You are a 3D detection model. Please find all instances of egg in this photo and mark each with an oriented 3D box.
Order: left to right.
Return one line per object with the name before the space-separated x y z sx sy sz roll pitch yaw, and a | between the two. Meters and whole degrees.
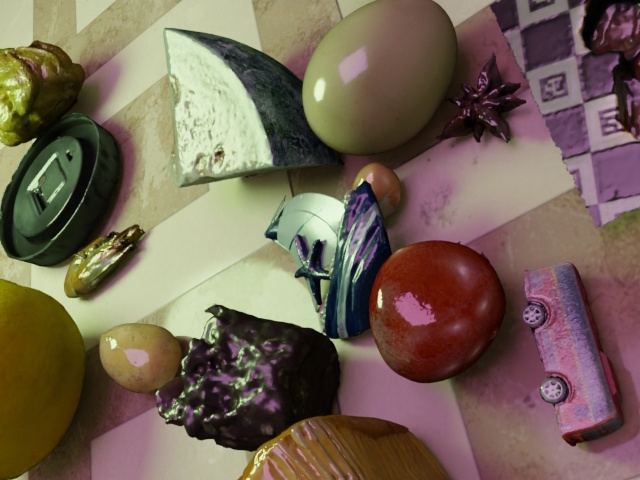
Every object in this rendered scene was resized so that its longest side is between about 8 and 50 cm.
egg | 0.077 -0.069 1.070 0.071 0.083 0.071 -6 52 8
egg | 0.083 -0.226 1.067 0.241 0.186 0.186 -44 49 2

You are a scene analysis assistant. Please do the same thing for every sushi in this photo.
sushi | 0.404 -0.223 0.890 0.320 0.068 0.340 -31 62 27

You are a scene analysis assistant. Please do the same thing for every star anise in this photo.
star anise | 0.216 -0.189 1.029 0.124 0.056 0.129 9 77 42

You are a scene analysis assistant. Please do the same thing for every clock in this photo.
clock | -0.535 -0.102 1.579 0.325 0.067 0.325 -20 57 33

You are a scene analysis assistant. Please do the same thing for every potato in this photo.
potato | -0.288 0.187 1.238 0.147 0.112 0.112 11 78 34

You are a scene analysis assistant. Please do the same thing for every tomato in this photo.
tomato | 0.127 0.086 0.907 0.167 0.167 0.167 -17 61 33

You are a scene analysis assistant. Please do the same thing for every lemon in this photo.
lemon | -0.555 0.228 1.287 0.347 0.348 0.348 -17 61 33

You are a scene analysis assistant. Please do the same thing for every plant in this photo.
plant | -0.097 0.188 1.028 0.233 0.204 0.178 4 75 32

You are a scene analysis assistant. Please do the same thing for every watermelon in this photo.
watermelon | -0.148 -0.177 1.226 0.258 0.228 0.387 -54 56 18

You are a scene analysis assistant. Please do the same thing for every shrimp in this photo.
shrimp | -0.411 0.027 1.445 0.217 0.051 0.115 -36 50 24

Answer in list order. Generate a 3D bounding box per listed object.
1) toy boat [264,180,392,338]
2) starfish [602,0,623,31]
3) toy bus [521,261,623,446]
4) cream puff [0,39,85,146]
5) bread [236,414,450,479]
toy boat | 0.003 0.031 1.085 0.291 0.070 0.210 -4 86 55
starfish | 0.403 -0.375 0.966 0.227 0.043 0.241 3 87 27
toy bus | 0.270 0.120 0.843 0.077 0.065 0.192 -21 59 22
cream puff | -0.619 -0.314 1.647 0.196 0.244 0.244 38 96 15
bread | 0.025 0.268 0.828 0.152 0.288 0.119 -51 58 10
